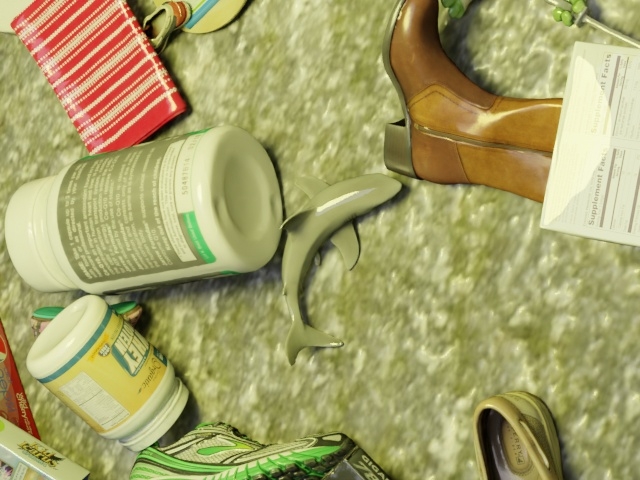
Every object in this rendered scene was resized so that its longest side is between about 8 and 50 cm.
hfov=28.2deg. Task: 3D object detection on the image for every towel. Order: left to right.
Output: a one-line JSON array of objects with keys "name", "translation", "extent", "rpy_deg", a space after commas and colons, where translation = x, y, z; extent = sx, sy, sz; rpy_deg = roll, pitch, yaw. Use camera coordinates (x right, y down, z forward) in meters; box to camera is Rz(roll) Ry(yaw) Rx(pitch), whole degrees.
[{"name": "towel", "translation": [-0.332, -0.260, 1.893], "extent": [0.199, 0.031, 0.275], "rpy_deg": [-30, 91, 31]}]

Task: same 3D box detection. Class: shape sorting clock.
[{"name": "shape sorting clock", "translation": [-0.174, -0.405, 1.854], "extent": [0.206, 0.040, 0.206], "rpy_deg": [7, 102, 32]}]

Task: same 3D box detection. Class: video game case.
[{"name": "video game case", "translation": [-0.502, 0.398, 1.934], "extent": [0.244, 0.061, 0.269], "rpy_deg": [30, 116, 8]}]

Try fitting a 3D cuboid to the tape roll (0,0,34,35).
[{"name": "tape roll", "translation": [-0.452, -0.510, 1.996], "extent": [0.392, 0.072, 0.392], "rpy_deg": [-1, 87, 29]}]

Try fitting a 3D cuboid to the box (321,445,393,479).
[{"name": "box", "translation": [0.050, 0.470, 1.653], "extent": [0.295, 0.073, 0.293], "rpy_deg": [44, 107, 7]}]

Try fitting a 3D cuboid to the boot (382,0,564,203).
[{"name": "boot", "translation": [0.214, -0.178, 1.576], "extent": [0.280, 0.096, 0.264], "rpy_deg": [13, 108, 29]}]

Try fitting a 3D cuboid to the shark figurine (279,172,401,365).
[{"name": "shark figurine", "translation": [-0.023, 0.014, 1.720], "extent": [0.166, 0.116, 0.278], "rpy_deg": [28, 100, 28]}]

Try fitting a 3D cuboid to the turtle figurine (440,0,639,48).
[{"name": "turtle figurine", "translation": [0.247, -0.338, 1.531], "extent": [0.266, 0.198, 0.275], "rpy_deg": [-13, 77, 34]}]

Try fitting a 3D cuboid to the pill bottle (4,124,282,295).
[{"name": "pill bottle", "translation": [-0.253, -0.032, 1.795], "extent": [0.361, 0.204, 0.204], "rpy_deg": [-10, 84, 28]}]

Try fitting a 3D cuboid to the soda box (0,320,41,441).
[{"name": "soda box", "translation": [-0.535, 0.220, 2.012], "extent": [0.092, 0.083, 0.263], "rpy_deg": [-27, 77, 25]}]

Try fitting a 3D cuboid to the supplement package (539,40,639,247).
[{"name": "supplement package", "translation": [0.368, -0.094, 1.418], "extent": [0.145, 0.262, 0.204], "rpy_deg": [12, 95, 29]}]

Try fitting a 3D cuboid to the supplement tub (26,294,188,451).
[{"name": "supplement tub", "translation": [-0.298, 0.189, 1.804], "extent": [0.144, 0.144, 0.200], "rpy_deg": [-35, 113, 24]}]

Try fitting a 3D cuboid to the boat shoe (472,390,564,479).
[{"name": "boat shoe", "translation": [0.257, 0.355, 1.553], "extent": [0.121, 0.110, 0.341], "rpy_deg": [-24, 77, 26]}]

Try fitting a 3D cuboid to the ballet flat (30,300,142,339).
[{"name": "ballet flat", "translation": [-0.347, 0.136, 1.925], "extent": [0.221, 0.077, 0.079], "rpy_deg": [-5, 104, 34]}]

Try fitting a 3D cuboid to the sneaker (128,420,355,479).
[{"name": "sneaker", "translation": [-0.117, 0.303, 1.752], "extent": [0.343, 0.134, 0.146], "rpy_deg": [-12, 52, 16]}]

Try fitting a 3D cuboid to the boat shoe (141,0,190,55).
[{"name": "boat shoe", "translation": [-0.244, -0.308, 1.873], "extent": [0.137, 0.043, 0.049], "rpy_deg": [-33, 83, 44]}]
